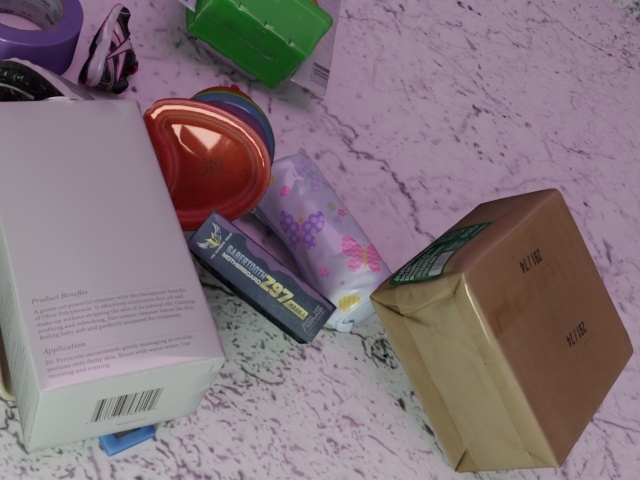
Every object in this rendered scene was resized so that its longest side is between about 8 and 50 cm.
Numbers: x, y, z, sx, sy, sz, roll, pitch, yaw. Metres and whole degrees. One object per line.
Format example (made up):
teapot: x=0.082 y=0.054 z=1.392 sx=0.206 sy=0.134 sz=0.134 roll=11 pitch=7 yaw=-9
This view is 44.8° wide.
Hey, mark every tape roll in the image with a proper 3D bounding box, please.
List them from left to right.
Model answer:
tape roll: x=-0.458 y=-0.329 z=1.162 sx=0.189 sy=0.080 sz=0.189 roll=17 pitch=47 yaw=-19

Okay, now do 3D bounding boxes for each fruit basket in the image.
fruit basket: x=-0.106 y=-0.452 z=1.405 sx=0.327 sy=0.165 sz=0.353 roll=31 pitch=41 yaw=-26

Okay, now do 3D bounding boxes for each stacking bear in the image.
stacking bear: x=-0.147 y=-0.147 z=1.114 sx=0.164 sy=0.175 sz=0.289 roll=2 pitch=23 yaw=-3

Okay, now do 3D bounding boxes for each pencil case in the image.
pencil case: x=0.000 y=0.000 z=1.149 sx=0.124 sy=0.113 sz=0.273 roll=-25 pitch=70 yaw=-33

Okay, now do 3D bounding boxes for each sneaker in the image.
sneaker: x=-0.330 y=-0.163 z=1.095 sx=0.271 sy=0.100 sz=0.108 roll=38 pitch=15 yaw=-9
sneaker: x=-0.326 y=-0.297 z=1.237 sx=0.077 sy=0.072 sz=0.178 roll=27 pitch=52 yaw=-26

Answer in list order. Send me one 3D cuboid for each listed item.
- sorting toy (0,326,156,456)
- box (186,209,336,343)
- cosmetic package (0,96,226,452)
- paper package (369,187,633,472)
sorting toy: x=-0.297 y=0.091 z=0.938 sx=0.196 sy=0.047 sz=0.347 roll=-2 pitch=56 yaw=-33
box: x=-0.075 y=0.055 z=0.985 sx=0.183 sy=0.232 sz=0.059 roll=37 pitch=81 yaw=2
cosmetic package: x=-0.263 y=0.021 z=0.874 sx=0.197 sy=0.155 sz=0.365 roll=-6 pitch=57 yaw=-30
paper package: x=0.271 y=0.120 z=1.112 sx=0.325 sy=0.168 sz=0.309 roll=-34 pitch=100 yaw=-44
